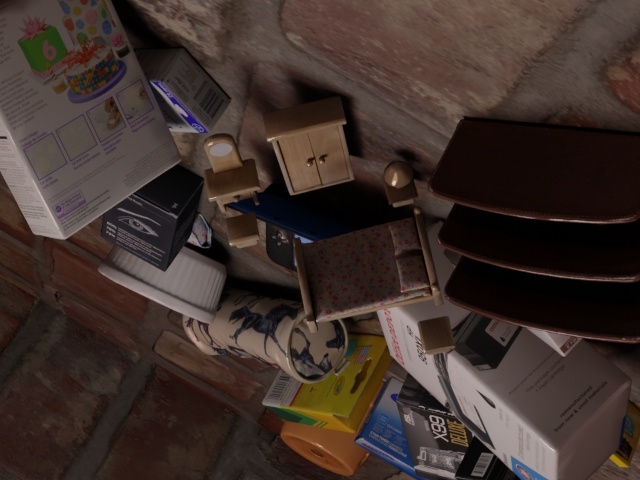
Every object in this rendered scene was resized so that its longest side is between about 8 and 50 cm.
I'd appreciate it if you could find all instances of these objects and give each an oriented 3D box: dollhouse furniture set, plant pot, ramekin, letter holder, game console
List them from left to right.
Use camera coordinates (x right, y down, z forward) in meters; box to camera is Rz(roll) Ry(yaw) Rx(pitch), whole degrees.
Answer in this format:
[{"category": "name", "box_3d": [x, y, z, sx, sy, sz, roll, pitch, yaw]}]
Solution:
[{"category": "ramekin", "box_3d": [-0.322, 0.063, 2.467, 0.273, 0.127, 0.273, 26, 177, 1]}, {"category": "game console", "box_3d": [-0.002, 0.029, 1.960, 0.293, 0.173, 0.250, 22, 136, 21]}, {"category": "dollhouse furniture set", "box_3d": [0.000, 0.000, 1.643, 0.303, 0.355, 0.174, -13, 152, 3]}, {"category": "plant pot", "box_3d": [0.037, 0.427, 2.809, 0.291, 0.203, 0.291, 26, 158, 11]}, {"category": "letter holder", "box_3d": [0.282, -0.013, 1.452, 0.302, 0.214, 0.152, 11, 153, 41]}]

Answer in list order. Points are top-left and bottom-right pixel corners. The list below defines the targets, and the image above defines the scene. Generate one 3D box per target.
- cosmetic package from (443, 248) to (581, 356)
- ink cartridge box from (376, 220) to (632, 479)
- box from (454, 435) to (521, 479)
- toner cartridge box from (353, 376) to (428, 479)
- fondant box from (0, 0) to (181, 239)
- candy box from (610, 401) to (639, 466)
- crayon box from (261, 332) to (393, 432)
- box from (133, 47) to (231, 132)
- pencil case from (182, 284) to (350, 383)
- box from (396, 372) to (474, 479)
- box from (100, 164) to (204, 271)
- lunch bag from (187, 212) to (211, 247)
[{"category": "cosmetic package", "box_3d": [0.287, 0.047, 1.616, 0.085, 0.117, 0.231, 46, 175, -38]}, {"category": "ink cartridge box", "box_3d": [0.278, 0.196, 1.839, 0.395, 0.166, 0.285, 43, 166, 28]}, {"category": "box", "box_3d": [0.384, 0.364, 2.119, 0.184, 0.261, 0.103, 38, 158, -20]}, {"category": "toner cartridge box", "box_3d": [0.268, 0.471, 2.658, 0.348, 0.165, 0.075, 30, 158, -1]}, {"category": "fondant box", "box_3d": [-0.375, -0.203, 1.707, 0.096, 0.238, 0.330, 9, 128, 48]}, {"category": "candy box", "box_3d": [0.490, 0.302, 2.057, 0.206, 0.105, 0.027, 39, 152, -25]}, {"category": "crayon box", "box_3d": [0.029, 0.302, 2.530, 0.081, 0.202, 0.318, 41, 158, -27]}, {"category": "box", "box_3d": [-0.235, -0.233, 1.831, 0.137, 0.072, 0.126, 8, 150, 46]}, {"category": "pencil case", "box_3d": [-0.117, 0.199, 2.526, 0.410, 0.160, 0.183, 8, 155, 50]}, {"category": "box", "box_3d": [0.294, 0.400, 2.343, 0.242, 0.076, 0.307, 12, 145, 22]}, {"category": "box", "box_3d": [-0.323, -0.060, 2.237, 0.153, 0.108, 0.207, 29, 145, 3]}, {"category": "lunch bag", "box_3d": [-0.265, -0.022, 2.387, 0.071, 0.053, 0.083, 12, 144, 34]}]
